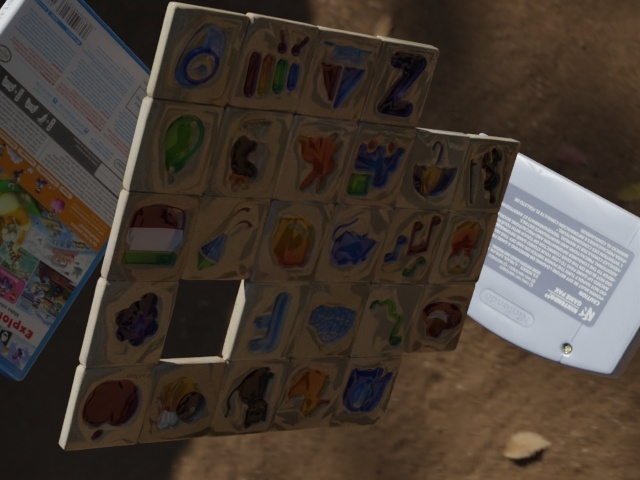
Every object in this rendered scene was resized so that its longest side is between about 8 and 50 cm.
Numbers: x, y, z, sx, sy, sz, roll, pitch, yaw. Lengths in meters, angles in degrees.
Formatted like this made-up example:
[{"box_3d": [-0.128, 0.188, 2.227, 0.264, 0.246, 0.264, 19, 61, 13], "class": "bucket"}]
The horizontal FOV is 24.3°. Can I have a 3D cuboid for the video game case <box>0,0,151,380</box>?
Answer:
[{"box_3d": [-0.142, -0.032, 0.717, 0.015, 0.119, 0.166, 11, 63, 44], "class": "video game case"}]

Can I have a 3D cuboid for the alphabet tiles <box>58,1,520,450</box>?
[{"box_3d": [0.000, 0.000, 0.693, 0.009, 0.237, 0.198, 29, 109, 43], "class": "alphabet tiles"}]

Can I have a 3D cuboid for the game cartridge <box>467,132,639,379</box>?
[{"box_3d": [0.254, 0.025, 1.706, 0.297, 0.062, 0.198, 33, 98, 29], "class": "game cartridge"}]
